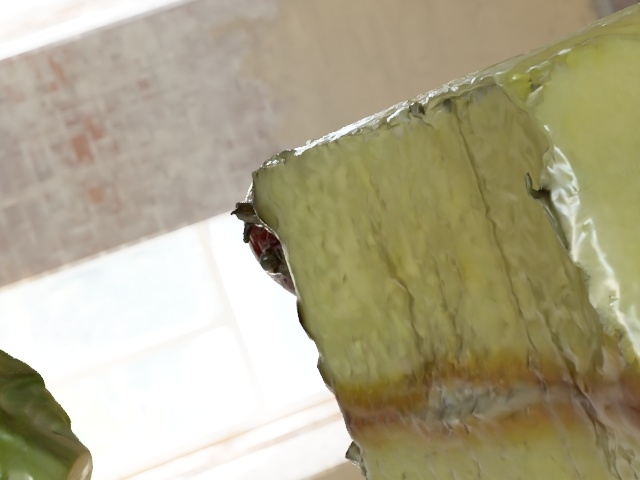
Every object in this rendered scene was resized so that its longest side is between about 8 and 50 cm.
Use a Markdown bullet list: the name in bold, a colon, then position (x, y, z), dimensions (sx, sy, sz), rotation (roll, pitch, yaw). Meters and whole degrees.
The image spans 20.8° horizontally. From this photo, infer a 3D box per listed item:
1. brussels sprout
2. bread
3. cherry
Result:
- **brussels sprout**: position (-0.235, 0.130, 1.084), dimensions (0.181, 0.144, 0.161), rotation (28, 2, 16)
- **bread**: position (0.080, 0.061, 0.710), dimensions (0.198, 0.236, 0.263), rotation (-24, 93, -57)
- **cherry**: position (0.000, 0.000, 1.005), dimensions (0.107, 0.090, 0.225), rotation (53, 12, -3)
